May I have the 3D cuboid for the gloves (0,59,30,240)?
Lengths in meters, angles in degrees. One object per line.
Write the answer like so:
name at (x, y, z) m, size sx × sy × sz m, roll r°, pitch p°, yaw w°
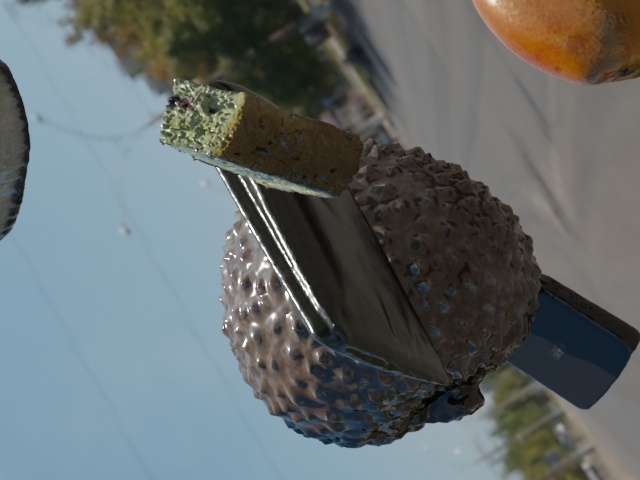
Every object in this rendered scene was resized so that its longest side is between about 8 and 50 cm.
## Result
gloves at (-0.236, -0.011, 0.664) m, size 0.140 × 0.219 × 0.131 m, roll -10°, pitch 93°, yaw 61°

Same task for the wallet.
wallet at (0.000, 0.000, 1.149) m, size 0.169 × 0.052 × 0.245 m, roll 27°, pitch -152°, yaw -52°

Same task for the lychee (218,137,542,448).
lychee at (0.054, 0.042, 1.436) m, size 0.300 × 0.300 × 0.300 m, roll 57°, pitch -177°, yaw -4°

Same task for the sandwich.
sandwich at (-0.040, -0.051, 0.792) m, size 0.093 × 0.035 × 0.105 m, roll 19°, pitch 177°, yaw -24°

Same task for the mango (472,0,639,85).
mango at (0.212, -0.225, 1.415) m, size 0.217 × 0.141 × 0.102 m, roll 43°, pitch -152°, yaw 24°

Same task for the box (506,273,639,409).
box at (0.235, 0.097, 1.544) m, size 0.125 × 0.027 × 0.126 m, roll 33°, pitch 141°, yaw 8°
